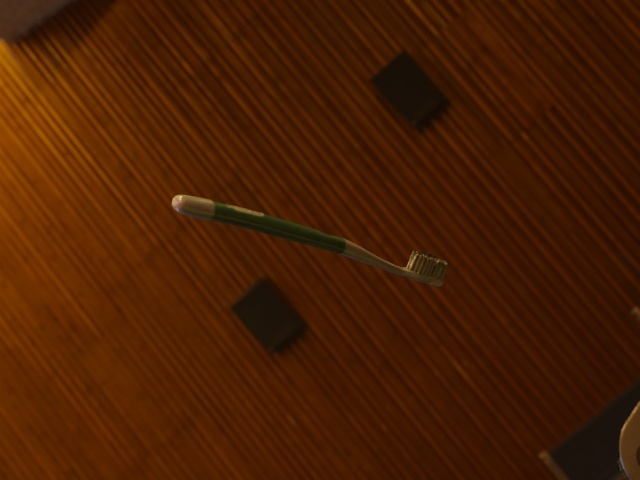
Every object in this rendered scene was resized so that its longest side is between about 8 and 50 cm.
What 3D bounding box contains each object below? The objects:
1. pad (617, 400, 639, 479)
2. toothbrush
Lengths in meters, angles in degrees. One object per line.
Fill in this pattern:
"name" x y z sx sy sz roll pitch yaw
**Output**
"pad" 0.299 0.061 0.706 0.266 0.176 0.002 -59 -4 8
"toothbrush" 0.000 0.000 0.962 0.257 0.018 0.024 15 -79 -35
